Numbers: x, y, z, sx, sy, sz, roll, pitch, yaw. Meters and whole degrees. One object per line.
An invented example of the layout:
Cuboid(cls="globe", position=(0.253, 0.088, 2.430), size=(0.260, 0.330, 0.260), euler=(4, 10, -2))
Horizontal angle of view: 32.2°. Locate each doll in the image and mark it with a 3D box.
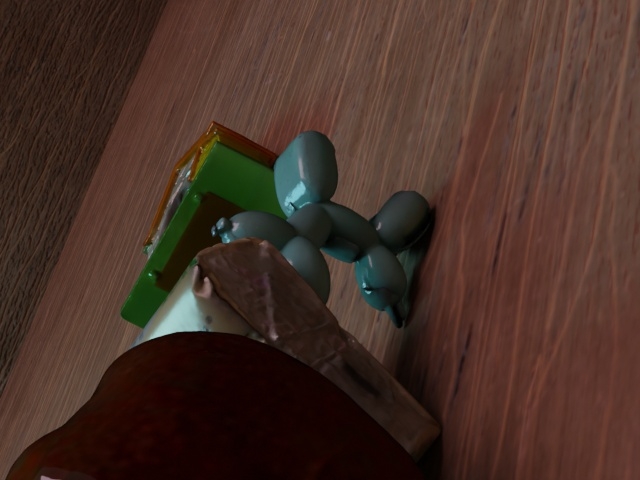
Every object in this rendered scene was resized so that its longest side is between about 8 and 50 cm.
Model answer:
Cuboid(cls="doll", position=(0.000, 0.000, 0.786), size=(0.059, 0.159, 0.159), euler=(-42, 29, 43))

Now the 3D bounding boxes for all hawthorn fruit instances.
Cuboid(cls="hawthorn fruit", position=(-0.026, 0.157, 0.541), size=(0.208, 0.248, 0.208), euler=(14, -90, -74))

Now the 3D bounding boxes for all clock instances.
Cuboid(cls="clock", position=(-0.134, -0.029, 1.273), size=(0.220, 0.106, 0.255), euler=(-59, 18, 13))

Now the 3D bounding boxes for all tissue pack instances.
Cuboid(cls="tissue pack", position=(-0.055, 0.131, 0.721), size=(0.090, 0.186, 0.222), euler=(-29, -20, -54))
